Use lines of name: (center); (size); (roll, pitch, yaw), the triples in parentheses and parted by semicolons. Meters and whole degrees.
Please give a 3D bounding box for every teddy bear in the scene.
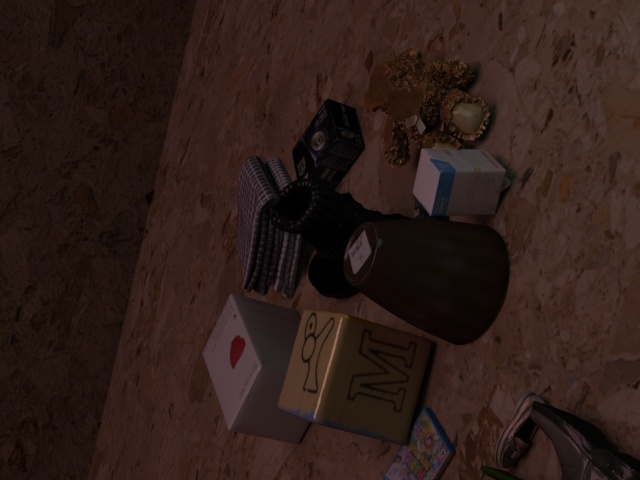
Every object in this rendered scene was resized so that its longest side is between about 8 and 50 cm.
teddy bear: (0.214, -0.248, 1.935); (0.338, 0.113, 0.245); (26, 106, 56)

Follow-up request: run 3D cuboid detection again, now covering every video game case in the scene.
video game case: (0.169, 0.391, 1.731); (0.166, 0.015, 0.119); (-64, 28, 21)

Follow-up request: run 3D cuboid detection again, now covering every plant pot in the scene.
plant pot: (0.162, 0.049, 1.695); (0.215, 0.230, 0.215); (-41, 40, 49)

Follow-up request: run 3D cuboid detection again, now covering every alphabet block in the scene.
alphabet block: (0.059, 0.245, 1.813); (0.192, 0.193, 0.197); (1, 74, 65)

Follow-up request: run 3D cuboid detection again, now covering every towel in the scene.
towel: (-0.135, -0.031, 2.380); (0.235, 0.121, 0.283); (-121, 35, -57)

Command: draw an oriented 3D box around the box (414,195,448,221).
box: (0.207, -0.053, 1.852); (0.018, 0.067, 0.083); (-35, 46, 52)

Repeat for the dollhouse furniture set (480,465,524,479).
dollhouse furniture set: (0.151, 0.398, 1.534); (0.301, 0.198, 0.151); (10, 86, 60)

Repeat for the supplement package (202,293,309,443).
supplement package: (-0.125, 0.278, 2.191); (0.177, 0.175, 0.293); (-63, 28, 18)

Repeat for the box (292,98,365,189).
box: (0.015, -0.211, 2.311); (0.180, 0.078, 0.147); (-53, 34, 36)

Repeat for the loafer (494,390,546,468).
loafer: (0.302, 0.290, 1.497); (0.039, 0.045, 0.125); (31, 100, 57)

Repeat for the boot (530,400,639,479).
boot: (0.335, 0.332, 1.345); (0.161, 0.083, 0.246); (-64, 29, 8)

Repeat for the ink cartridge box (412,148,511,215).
ink cartridge box: (0.249, -0.101, 1.730); (0.092, 0.143, 0.090); (-118, 32, -55)

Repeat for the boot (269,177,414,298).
boot: (0.001, -0.004, 2.009); (0.348, 0.260, 0.131); (-37, 44, 51)

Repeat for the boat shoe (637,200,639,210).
boat shoe: (0.478, -0.034, 1.322); (0.153, 0.056, 0.048); (-114, 41, -63)
